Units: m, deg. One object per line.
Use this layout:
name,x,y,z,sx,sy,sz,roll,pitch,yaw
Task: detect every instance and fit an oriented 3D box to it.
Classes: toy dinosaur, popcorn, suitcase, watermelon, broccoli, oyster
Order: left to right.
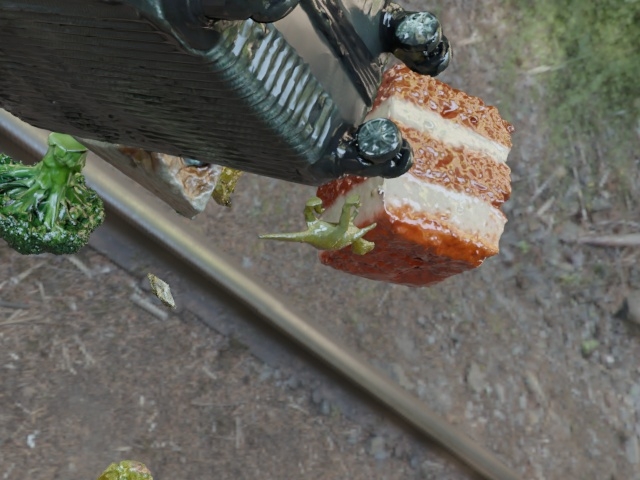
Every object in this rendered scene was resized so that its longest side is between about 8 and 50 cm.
broccoli,-0.611,-0.110,1.795,0.297,0.297,0.297,22,31,-14
popcorn,-0.279,0.377,1.202,0.109,0.089,0.097,37,78,0
suitcase,-0.101,-0.135,0.455,0.202,0.312,0.128,42,65,-56
oyster,-0.339,0.110,1.748,0.093,0.034,0.051,58,2,0
watermelon,-0.129,-0.154,0.847,0.151,0.302,0.264,25,97,-30
toy dinosaur,0.000,0.000,1.054,0.162,0.039,0.126,-27,140,-15

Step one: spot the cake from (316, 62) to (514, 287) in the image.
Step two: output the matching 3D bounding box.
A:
cake,0.159,-0.094,1.479,0.270,0.269,0.319,19,63,-22

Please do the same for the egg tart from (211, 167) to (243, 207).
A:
egg tart,-0.212,-0.214,1.667,0.295,0.116,0.295,160,-90,-86
